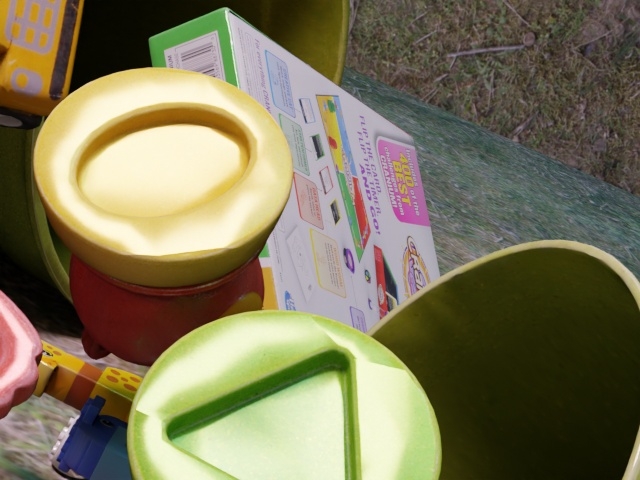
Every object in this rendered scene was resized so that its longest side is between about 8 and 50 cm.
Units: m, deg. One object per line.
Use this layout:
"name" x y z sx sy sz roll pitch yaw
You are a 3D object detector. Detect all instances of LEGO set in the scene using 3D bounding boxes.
"LEGO set" -0.136 0.105 0.896 0.093 0.087 0.227 27 11 -2

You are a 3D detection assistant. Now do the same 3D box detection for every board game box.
"board game box" 0.000 0.000 1.221 0.316 0.064 0.242 27 49 -60

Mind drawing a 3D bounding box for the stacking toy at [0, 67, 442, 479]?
"stacking toy" -0.112 0.091 0.756 0.309 0.130 0.279 -25 59 -25

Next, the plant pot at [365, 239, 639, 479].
"plant pot" 0.139 0.195 0.795 0.293 0.275 0.275 40 6 -23

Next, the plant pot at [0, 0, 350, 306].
"plant pot" -0.223 -0.160 1.300 0.353 0.366 0.366 21 8 29

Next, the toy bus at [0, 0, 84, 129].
"toy bus" -0.285 -0.132 1.049 0.130 0.108 0.332 18 -12 -42
